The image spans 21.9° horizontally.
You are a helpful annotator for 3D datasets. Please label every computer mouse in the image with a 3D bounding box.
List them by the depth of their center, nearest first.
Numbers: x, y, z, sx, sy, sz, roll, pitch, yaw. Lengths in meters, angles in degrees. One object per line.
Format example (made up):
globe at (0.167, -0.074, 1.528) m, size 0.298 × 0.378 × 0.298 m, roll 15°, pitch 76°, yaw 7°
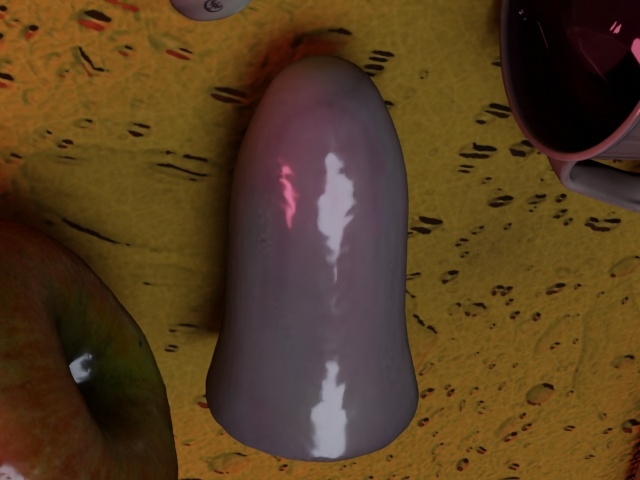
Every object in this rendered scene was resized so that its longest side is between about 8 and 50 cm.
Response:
computer mouse at (-0.057, -0.189, 1.129) m, size 0.110 × 0.032 × 0.056 m, roll -45°, pitch 133°, yaw 17°

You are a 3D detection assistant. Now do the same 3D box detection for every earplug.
earplug at (0.000, 0.000, 1.243) m, size 0.172 × 0.172 × 0.301 m, roll -9°, pitch 127°, yaw -17°

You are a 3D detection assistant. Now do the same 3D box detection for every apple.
apple at (-0.247, 0.139, 1.170) m, size 0.250 × 0.277 × 0.309 m, roll -20°, pitch 121°, yaw 16°

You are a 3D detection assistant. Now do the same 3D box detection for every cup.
cup at (0.284, -0.131, 1.202) m, size 0.273 × 0.208 × 0.288 m, roll 1°, pitch 111°, yaw -27°

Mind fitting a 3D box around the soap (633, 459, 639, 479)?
soap at (0.472, 0.231, 1.658) m, size 0.293 × 0.156 × 0.335 m, roll -12°, pitch 133°, yaw -19°
